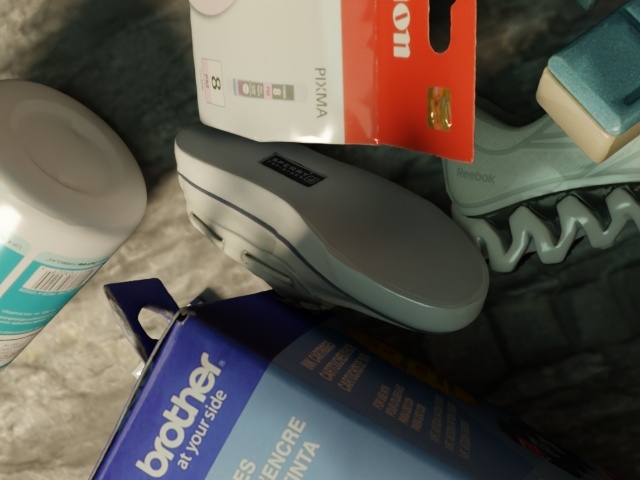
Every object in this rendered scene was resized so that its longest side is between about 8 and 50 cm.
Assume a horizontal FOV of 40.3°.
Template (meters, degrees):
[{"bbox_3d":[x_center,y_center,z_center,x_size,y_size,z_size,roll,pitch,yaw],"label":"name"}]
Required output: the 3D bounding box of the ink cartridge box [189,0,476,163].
[{"bbox_3d":[-0.008,-0.148,0.501,0.232,0.066,0.189,27,124,58],"label":"ink cartridge box"}]

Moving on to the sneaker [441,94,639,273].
[{"bbox_3d":[0.206,-0.064,0.505,0.292,0.110,0.118,-13,94,22],"label":"sneaker"}]

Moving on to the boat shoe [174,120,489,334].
[{"bbox_3d":[0.000,0.000,0.576,0.258,0.095,0.084,35,136,38],"label":"boat shoe"}]

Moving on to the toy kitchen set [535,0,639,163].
[{"bbox_3d":[0.125,-0.174,0.416,0.122,0.166,0.207,-37,73,-6],"label":"toy kitchen set"}]

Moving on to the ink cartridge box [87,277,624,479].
[{"bbox_3d":[0.033,0.156,0.528,0.396,0.270,0.151,28,93,7],"label":"ink cartridge box"}]

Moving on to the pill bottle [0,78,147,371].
[{"bbox_3d":[-0.262,0.015,0.661,0.264,0.146,0.146,-42,91,25],"label":"pill bottle"}]

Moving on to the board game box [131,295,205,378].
[{"bbox_3d":[-0.093,0.106,0.703,0.090,0.020,0.090,42,114,1],"label":"board game box"}]
